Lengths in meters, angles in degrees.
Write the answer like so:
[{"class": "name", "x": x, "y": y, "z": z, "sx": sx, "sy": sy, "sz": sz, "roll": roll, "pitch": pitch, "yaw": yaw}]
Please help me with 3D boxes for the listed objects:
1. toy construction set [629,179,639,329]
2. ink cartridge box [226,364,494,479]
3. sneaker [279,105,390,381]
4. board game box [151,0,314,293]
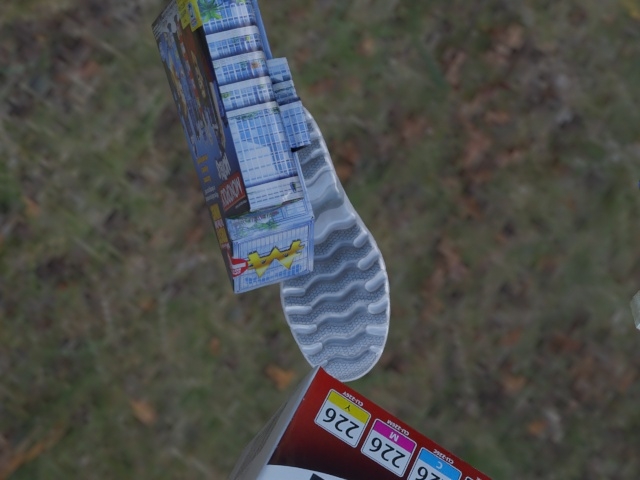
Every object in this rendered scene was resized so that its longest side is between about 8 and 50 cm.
[{"class": "toy construction set", "x": 0.390, "y": -0.025, "z": 1.698, "sx": 0.328, "sy": 0.215, "sz": 0.151, "roll": -43, "pitch": 155, "yaw": 19}, {"class": "ink cartridge box", "x": 0.051, "y": 0.281, "z": 1.233, "sx": 0.130, "sy": 0.309, "sz": 0.272, "roll": -52, "pitch": -174, "yaw": 49}, {"class": "sneaker", "x": 0.000, "y": 0.000, "z": 1.943, "sx": 0.105, "sy": 0.281, "sz": 0.115, "roll": -15, "pitch": 175, "yaw": -1}, {"class": "board game box", "x": -0.046, "y": -0.066, "z": 1.270, "sx": 0.060, "sy": 0.194, "sz": 0.194, "roll": -16, "pitch": 91, "yaw": -11}]
